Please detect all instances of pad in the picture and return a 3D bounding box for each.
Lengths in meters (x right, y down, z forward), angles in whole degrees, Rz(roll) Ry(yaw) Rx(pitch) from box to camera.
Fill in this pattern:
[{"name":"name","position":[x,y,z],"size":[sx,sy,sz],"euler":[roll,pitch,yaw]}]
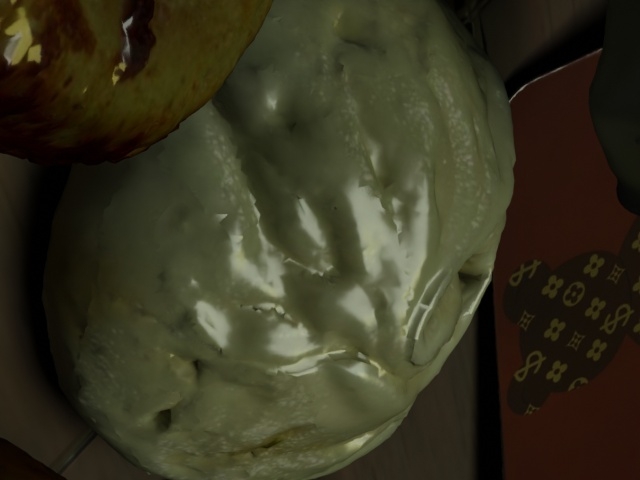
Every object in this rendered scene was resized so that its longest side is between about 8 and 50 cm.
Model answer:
[{"name":"pad","position":[0.150,0.023,0.826],"size":[0.181,0.004,0.267],"euler":[-25,126,-25]}]

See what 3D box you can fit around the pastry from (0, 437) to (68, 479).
[{"name":"pastry","position":[-0.144,0.201,0.427],"size":[0.356,0.163,0.356],"euler":[-38,138,-47]}]

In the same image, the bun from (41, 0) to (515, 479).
[{"name":"bun","position":[0.000,0.000,0.563],"size":[0.183,0.102,0.183],"euler":[-30,130,-42]}]

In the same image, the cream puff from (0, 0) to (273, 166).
[{"name":"cream puff","position":[-0.065,-0.092,0.424],"size":[0.149,0.084,0.149],"euler":[-36,136,-45]}]

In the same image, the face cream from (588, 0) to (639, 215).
[{"name":"face cream","position":[0.156,-0.177,0.543],"size":[0.234,0.137,0.420],"euler":[-20,112,-41]}]
